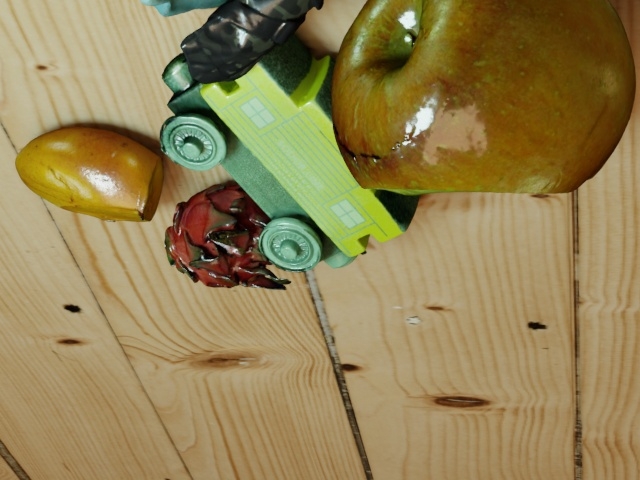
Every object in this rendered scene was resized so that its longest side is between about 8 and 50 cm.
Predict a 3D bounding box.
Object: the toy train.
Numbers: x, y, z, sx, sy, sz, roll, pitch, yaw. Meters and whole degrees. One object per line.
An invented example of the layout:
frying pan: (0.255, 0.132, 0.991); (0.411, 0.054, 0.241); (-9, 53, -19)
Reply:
toy train: (-0.039, -0.141, 1.679); (0.272, 0.179, 0.442); (-27, 118, 33)

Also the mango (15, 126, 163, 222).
mango: (-0.402, -0.117, 1.862); (0.257, 0.138, 0.187); (18, 159, 1)

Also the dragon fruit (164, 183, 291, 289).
dragon fruit: (-0.151, -0.003, 1.874); (0.274, 0.193, 0.192); (0, 137, 27)

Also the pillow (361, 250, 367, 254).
pillow: (0.000, -0.001, 1.948); (0.150, 0.048, 0.090); (-10, 144, 21)

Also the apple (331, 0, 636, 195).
apple: (0.212, -0.198, 1.416); (0.374, 0.374, 0.384); (32, 122, -21)

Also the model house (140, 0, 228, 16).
model house: (-0.178, -0.467, 1.356); (0.248, 0.230, 0.280); (52, 137, 14)

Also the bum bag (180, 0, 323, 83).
bum bag: (-0.047, -0.327, 1.426); (0.340, 0.095, 0.144); (-40, 164, 13)
